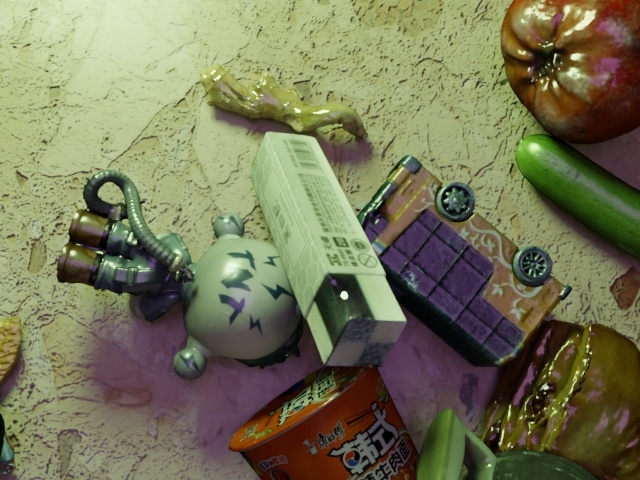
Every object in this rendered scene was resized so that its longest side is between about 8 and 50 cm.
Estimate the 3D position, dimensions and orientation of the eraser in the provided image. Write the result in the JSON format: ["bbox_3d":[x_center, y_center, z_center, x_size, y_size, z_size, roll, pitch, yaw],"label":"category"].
[{"bbox_3d":[0.000,0.000,1.256,0.098,0.096,0.404,5,40,-27],"label":"eraser"}]

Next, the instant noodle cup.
[{"bbox_3d":[0.024,0.303,1.251,0.250,0.250,0.192,-33,93,-11],"label":"instant noodle cup"}]

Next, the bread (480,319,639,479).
[{"bbox_3d":[0.437,0.276,1.329,0.324,0.167,0.278,25,77,0],"label":"bread"}]

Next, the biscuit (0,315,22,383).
[{"bbox_3d":[-0.559,0.182,1.304,0.224,0.033,0.145,-5,84,-7],"label":"biscuit"}]

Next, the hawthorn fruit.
[{"bbox_3d":[0.426,-0.290,1.398,0.284,0.284,0.284,1,79,-6],"label":"hawthorn fruit"}]

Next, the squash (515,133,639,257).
[{"bbox_3d":[0.482,-0.054,1.434,0.378,0.101,0.101,32,77,-1],"label":"squash"}]

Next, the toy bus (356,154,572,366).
[{"bbox_3d":[0.199,0.037,1.355,0.323,0.162,0.194,40,80,0],"label":"toy bus"}]

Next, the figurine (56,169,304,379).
[{"bbox_3d":[-0.189,0.071,1.295,0.381,0.186,0.261,17,84,-7],"label":"figurine"}]

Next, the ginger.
[{"bbox_3d":[-0.060,-0.226,1.427,0.288,0.075,0.089,14,73,0],"label":"ginger"}]

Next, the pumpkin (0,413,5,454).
[{"bbox_3d":[-0.552,0.276,1.207,0.220,0.162,0.221,-1,102,-5],"label":"pumpkin"}]

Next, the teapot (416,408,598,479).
[{"bbox_3d":[0.275,0.411,1.189,0.239,0.239,0.322,-6,111,24],"label":"teapot"}]

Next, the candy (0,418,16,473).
[{"bbox_3d":[-0.472,0.304,1.296,0.030,0.020,0.083,-24,84,-7],"label":"candy"}]
